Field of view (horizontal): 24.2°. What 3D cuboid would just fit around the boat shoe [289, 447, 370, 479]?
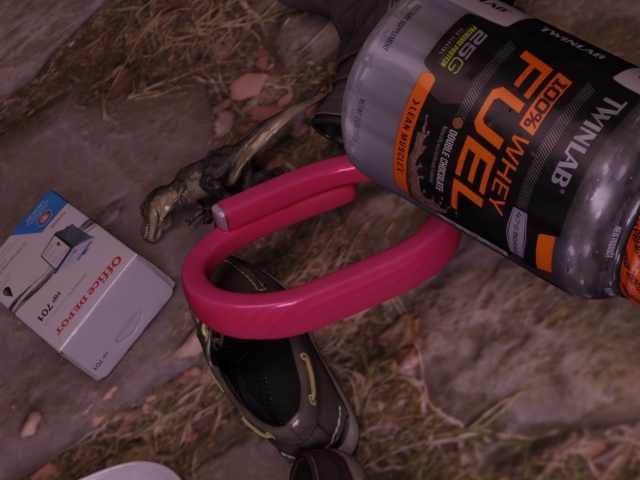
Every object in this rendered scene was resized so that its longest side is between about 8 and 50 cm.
[{"bbox_3d":[-0.020,0.309,1.248,0.130,0.132,0.355,9,37,-9],"label":"boat shoe"}]

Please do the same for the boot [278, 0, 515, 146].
[{"bbox_3d":[0.035,-0.212,1.632,0.338,0.118,0.223,13,73,42],"label":"boot"}]

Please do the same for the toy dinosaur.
[{"bbox_3d":[-0.093,-0.071,1.652,0.268,0.064,0.118,-33,42,5],"label":"toy dinosaur"}]

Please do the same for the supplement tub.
[{"bbox_3d":[0.202,-0.083,1.349,0.338,0.207,0.207,31,79,28],"label":"supplement tub"}]

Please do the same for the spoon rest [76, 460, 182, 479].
[{"bbox_3d":[-0.251,0.296,1.491,0.276,0.084,0.137,-15,54,25],"label":"spoon rest"}]

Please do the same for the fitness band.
[{"bbox_3d":[0.000,0.000,1.488,0.290,0.054,0.209,-23,35,-13],"label":"fitness band"}]

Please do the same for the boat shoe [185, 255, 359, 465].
[{"bbox_3d":[-0.065,0.103,1.495,0.109,0.091,0.305,-40,48,3],"label":"boat shoe"}]

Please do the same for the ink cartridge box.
[{"bbox_3d":[-0.276,0.047,1.673,0.190,0.082,0.140,31,80,43],"label":"ink cartridge box"}]
